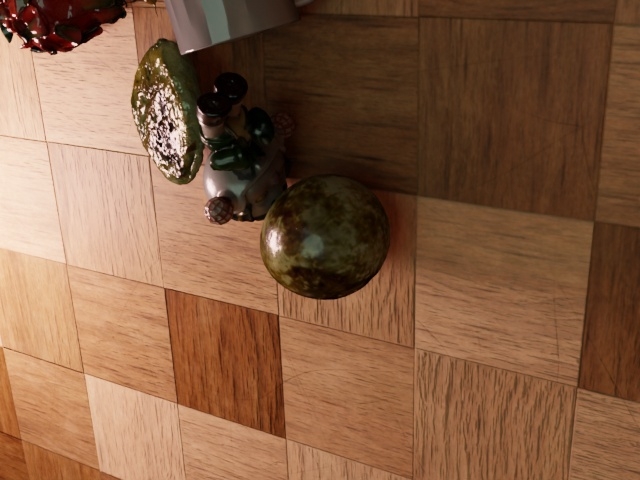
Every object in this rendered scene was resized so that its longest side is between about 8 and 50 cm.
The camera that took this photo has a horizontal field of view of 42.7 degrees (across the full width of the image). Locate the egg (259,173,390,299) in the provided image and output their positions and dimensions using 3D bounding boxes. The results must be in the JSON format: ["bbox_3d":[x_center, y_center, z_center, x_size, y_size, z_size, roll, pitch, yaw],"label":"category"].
[{"bbox_3d":[0.000,0.000,1.575,0.289,0.238,0.238,-31,92,47],"label":"egg"}]

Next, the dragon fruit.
[{"bbox_3d":[-0.536,-0.496,1.734,0.292,0.234,0.234,1,116,-8],"label":"dragon fruit"}]

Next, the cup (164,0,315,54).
[{"bbox_3d":[-0.150,-0.533,1.464,0.322,0.237,0.327,-14,104,5],"label":"cup"}]

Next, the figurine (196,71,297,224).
[{"bbox_3d":[-0.157,-0.163,1.580,0.167,0.281,0.370,25,156,19],"label":"figurine"}]

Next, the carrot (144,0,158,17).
[{"bbox_3d":[-0.408,-0.591,1.684,0.078,0.078,0.298,-29,96,37],"label":"carrot"}]

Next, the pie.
[{"bbox_3d":[-0.317,-0.262,1.690,0.323,0.070,0.323,30,126,53],"label":"pie"}]
